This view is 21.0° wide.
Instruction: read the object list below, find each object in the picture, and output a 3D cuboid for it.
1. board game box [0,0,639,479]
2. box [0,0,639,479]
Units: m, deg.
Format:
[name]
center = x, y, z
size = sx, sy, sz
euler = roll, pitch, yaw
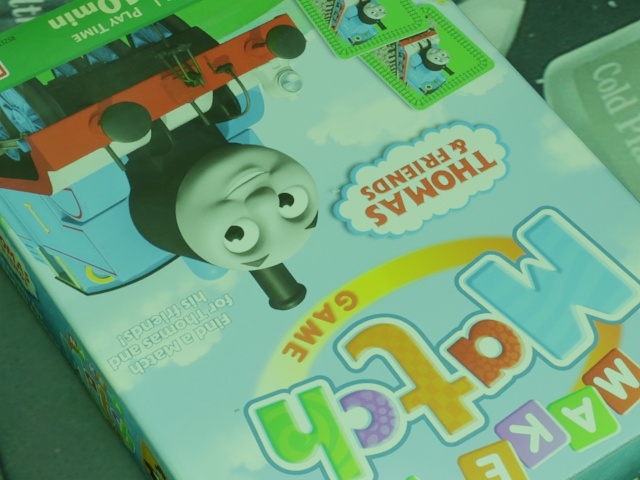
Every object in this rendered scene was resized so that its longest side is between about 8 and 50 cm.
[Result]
[board game box]
center = 0.000, 0.000, 0.501
size = 0.160, 0.039, 0.211
euler = -28, 62, -21
[box]
center = 0.074, 0.003, 0.709
size = 0.471, 0.297, 0.480
euler = -16, 57, -17
